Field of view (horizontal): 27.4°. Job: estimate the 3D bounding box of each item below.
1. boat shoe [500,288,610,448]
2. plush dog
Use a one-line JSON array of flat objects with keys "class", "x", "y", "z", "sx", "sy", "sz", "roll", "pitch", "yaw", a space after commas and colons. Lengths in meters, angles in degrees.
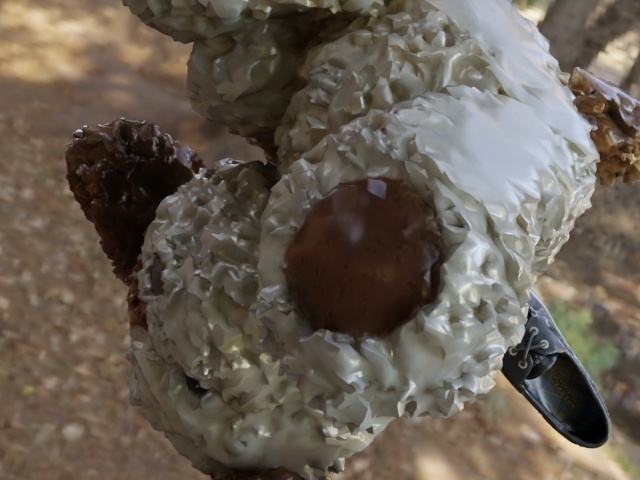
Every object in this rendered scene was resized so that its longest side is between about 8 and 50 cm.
[{"class": "boat shoe", "x": 0.127, "y": 0.067, "z": 0.777, "sx": 0.142, "sy": 0.049, "sz": 0.040, "roll": 48, "pitch": 3, "yaw": -18}, {"class": "plush dog", "x": 0.000, "y": 0.000, "z": 0.535, "sx": 0.210, "sy": 0.225, "sz": 0.262, "roll": 11, "pitch": 43, "yaw": -43}]
